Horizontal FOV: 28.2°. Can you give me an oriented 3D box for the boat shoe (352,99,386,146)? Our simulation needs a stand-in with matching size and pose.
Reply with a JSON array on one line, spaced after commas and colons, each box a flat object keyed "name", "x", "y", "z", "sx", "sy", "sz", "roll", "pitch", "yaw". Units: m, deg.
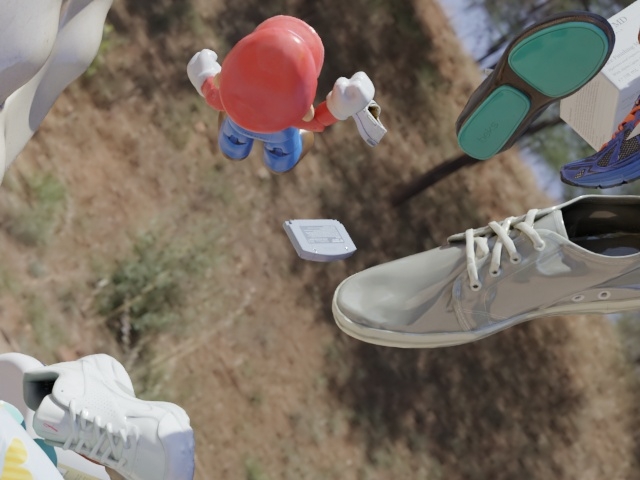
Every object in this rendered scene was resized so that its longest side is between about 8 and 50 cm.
[{"name": "boat shoe", "x": 0.061, "y": -0.161, "z": 1.617, "sx": 0.035, "sy": 0.035, "sz": 0.100, "roll": 34, "pitch": 23, "yaw": -35}]

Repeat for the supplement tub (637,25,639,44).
[{"name": "supplement tub", "x": 0.385, "y": -0.309, "z": 1.067, "sx": 0.207, "sy": 0.207, "sz": 0.338, "roll": -122, "pitch": -149, "yaw": -51}]

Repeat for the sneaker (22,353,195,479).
[{"name": "sneaker", "x": -0.207, "y": 0.180, "z": 1.193, "sx": 0.115, "sy": 0.090, "sz": 0.232, "roll": 2, "pitch": 15, "yaw": -41}]

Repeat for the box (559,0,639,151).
[{"name": "box", "x": 0.482, "y": -0.257, "z": 1.983, "sx": 0.119, "sy": 0.181, "sz": 0.182, "roll": 49, "pitch": -16, "yaw": 28}]

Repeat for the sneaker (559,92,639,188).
[{"name": "sneaker", "x": 0.358, "y": -0.123, "z": 1.386, "sx": 0.087, "sy": 0.221, "sz": 0.083, "roll": 62, "pitch": 8, "yaw": 1}]

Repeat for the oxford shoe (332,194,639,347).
[{"name": "oxford shoe", "x": 0.231, "y": 0.028, "z": 1.572, "sx": 0.169, "sy": 0.449, "sz": 0.130, "roll": -92, "pitch": 170, "yaw": -48}]

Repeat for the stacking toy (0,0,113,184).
[{"name": "stacking toy", "x": -0.391, "y": -0.257, "z": 0.935, "sx": 0.479, "sy": 0.351, "sz": 0.350, "roll": 30, "pitch": 2, "yaw": -6}]

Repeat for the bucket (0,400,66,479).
[{"name": "bucket", "x": -0.405, "y": 0.274, "z": 1.234, "sx": 0.281, "sy": 0.281, "sz": 0.183, "roll": 60, "pitch": 33, "yaw": -30}]

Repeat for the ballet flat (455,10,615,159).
[{"name": "ballet flat", "x": 0.181, "y": -0.144, "z": 1.077, "sx": 0.074, "sy": 0.074, "sz": 0.203, "roll": 59, "pitch": -36, "yaw": 12}]

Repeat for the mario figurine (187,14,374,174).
[{"name": "mario figurine", "x": -0.052, "y": -0.196, "z": 1.595, "sx": 0.320, "sy": 0.198, "sz": 0.170, "roll": 118, "pitch": -46, "yaw": -75}]

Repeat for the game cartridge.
[{"name": "game cartridge", "x": 0.000, "y": 0.000, "z": 1.486, "sx": 0.083, "sy": 0.017, "sz": 0.056, "roll": -1, "pitch": 46, "yaw": -40}]

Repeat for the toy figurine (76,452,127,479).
[{"name": "toy figurine", "x": -0.345, "y": 0.388, "z": 1.815, "sx": 0.148, "sy": 0.213, "sz": 0.209, "roll": 44, "pitch": 11, "yaw": -38}]

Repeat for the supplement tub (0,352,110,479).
[{"name": "supplement tub", "x": -0.430, "y": 0.336, "z": 2.077, "sx": 0.316, "sy": 0.228, "sz": 0.228, "roll": 37, "pitch": 16, "yaw": -47}]

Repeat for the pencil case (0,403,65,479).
[{"name": "pencil case", "x": -0.277, "y": 0.176, "z": 0.966, "sx": 0.124, "sy": 0.113, "sz": 0.273, "roll": -9, "pitch": -54, "yaw": 43}]
